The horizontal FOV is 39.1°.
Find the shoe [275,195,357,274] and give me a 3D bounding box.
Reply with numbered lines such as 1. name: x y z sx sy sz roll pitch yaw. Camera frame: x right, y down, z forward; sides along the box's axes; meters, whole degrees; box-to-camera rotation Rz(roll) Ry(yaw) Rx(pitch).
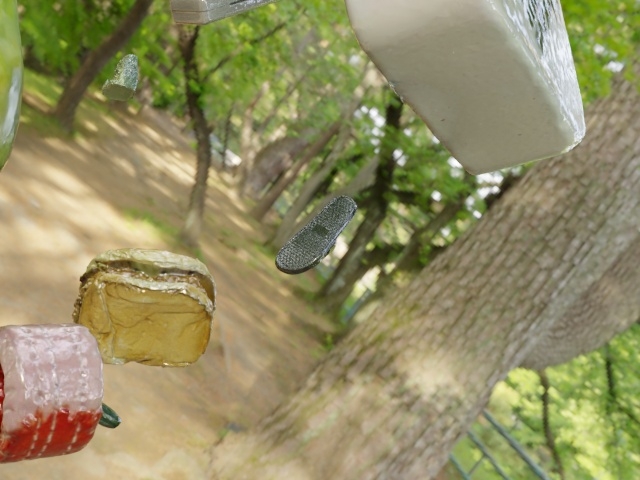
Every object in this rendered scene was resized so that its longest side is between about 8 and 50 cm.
1. shoe: 0.000 0.000 1.370 0.062 0.159 0.053 34 -17 26

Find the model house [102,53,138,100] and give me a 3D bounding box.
1. model house: -0.424 -0.349 1.922 0.066 0.083 0.079 15 -21 -26

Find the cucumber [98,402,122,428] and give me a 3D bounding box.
1. cucumber: -0.501 0.404 2.077 0.105 0.048 0.048 47 -4 -34

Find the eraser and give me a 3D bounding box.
1. eraser: 0.159 -0.266 0.951 0.331 0.150 0.331 38 44 -49

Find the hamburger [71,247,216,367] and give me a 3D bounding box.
1. hamburger: -0.356 0.137 1.838 0.283 0.259 0.144 10 34 -17

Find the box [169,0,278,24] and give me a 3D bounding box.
1. box: -0.171 -0.468 1.734 0.103 0.244 0.055 13 -58 38

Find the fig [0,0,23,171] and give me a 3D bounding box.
1. fig: -0.481 -0.203 1.098 0.233 0.314 0.233 0 0 0

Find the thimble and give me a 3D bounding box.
1. thimble: -0.354 0.188 1.121 0.125 0.189 0.163 0 66 -35
